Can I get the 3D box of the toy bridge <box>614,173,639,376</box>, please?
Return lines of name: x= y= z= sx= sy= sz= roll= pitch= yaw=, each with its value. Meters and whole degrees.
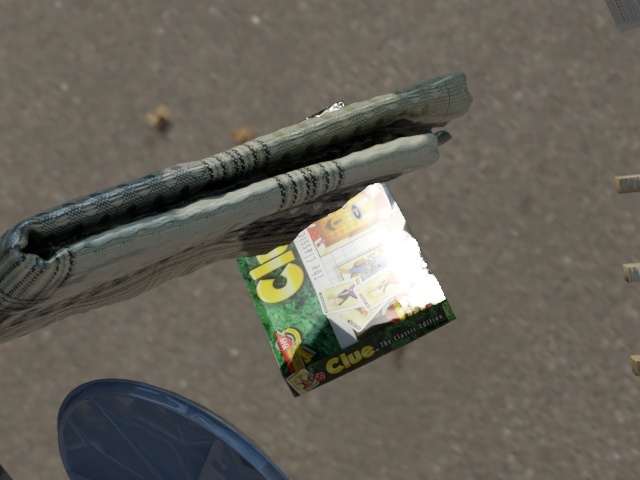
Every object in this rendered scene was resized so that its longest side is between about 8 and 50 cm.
toy bridge: x=0.306 y=0.026 z=1.668 sx=0.063 sy=0.026 sz=0.188 roll=-6 pitch=96 yaw=-1

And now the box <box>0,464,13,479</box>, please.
box: x=-0.326 y=0.027 z=0.685 sx=0.395 sy=0.318 sz=0.097 roll=6 pitch=49 yaw=35

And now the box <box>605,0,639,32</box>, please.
box: x=0.216 y=-0.207 z=1.194 sx=0.072 sy=0.126 sz=0.137 roll=-25 pitch=5 yaw=-4

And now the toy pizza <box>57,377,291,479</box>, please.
toy pizza: x=-0.073 y=0.154 z=1.126 sx=0.201 sy=0.201 sz=0.032 roll=-3 pitch=36 yaw=42

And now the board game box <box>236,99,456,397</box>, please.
board game box: x=0.000 y=0.000 z=1.446 sx=0.136 sy=0.030 sz=0.259 roll=-29 pitch=43 yaw=3

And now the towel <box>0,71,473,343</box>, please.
towel: x=-0.086 y=0.001 z=1.172 sx=0.056 sy=0.324 sz=0.312 roll=66 pitch=152 yaw=5
